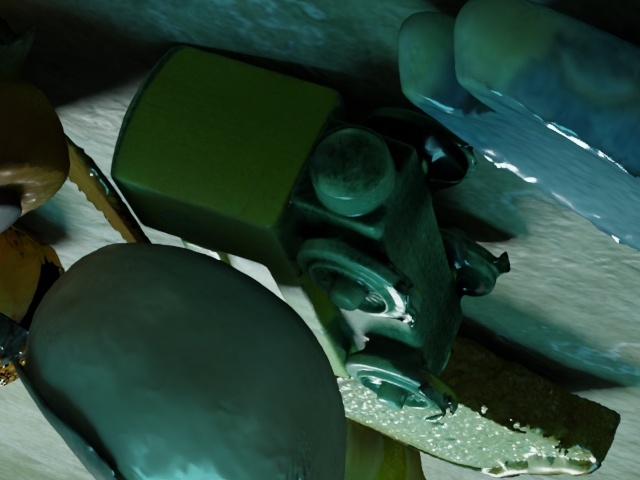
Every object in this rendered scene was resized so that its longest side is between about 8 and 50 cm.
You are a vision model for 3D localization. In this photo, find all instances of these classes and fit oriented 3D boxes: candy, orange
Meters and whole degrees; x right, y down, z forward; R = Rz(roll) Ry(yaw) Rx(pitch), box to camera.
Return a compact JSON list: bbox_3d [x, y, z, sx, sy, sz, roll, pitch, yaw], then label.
[{"bbox_3d":[-0.086,0.114,1.374,0.295,0.185,0.295,44,178,2],"label":"candy"},{"bbox_3d":[-0.369,0.047,1.871,0.234,0.182,0.234,20,173,2],"label":"orange"}]

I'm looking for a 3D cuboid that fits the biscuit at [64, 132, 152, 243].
[{"bbox_3d":[-0.200,-0.069,1.472,0.232,0.013,0.237,47,171,24],"label":"biscuit"}]

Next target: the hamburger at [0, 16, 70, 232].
[{"bbox_3d":[-0.341,-0.101,1.213,0.330,0.250,0.330,-16,174,-2],"label":"hamburger"}]

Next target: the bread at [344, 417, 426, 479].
[{"bbox_3d":[-0.038,0.235,2.110,0.333,0.160,0.333,17,161,6],"label":"bread"}]

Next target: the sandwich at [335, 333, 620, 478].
[{"bbox_3d":[0.133,0.152,1.856,0.251,0.087,0.226,27,156,-20],"label":"sandwich"}]

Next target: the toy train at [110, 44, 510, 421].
[{"bbox_3d":[0.000,0.000,1.472,0.253,0.160,0.397,18,161,18],"label":"toy train"}]

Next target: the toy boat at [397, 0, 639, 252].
[{"bbox_3d":[0.211,-0.071,1.179,0.330,0.123,0.215,30,173,-11],"label":"toy boat"}]
